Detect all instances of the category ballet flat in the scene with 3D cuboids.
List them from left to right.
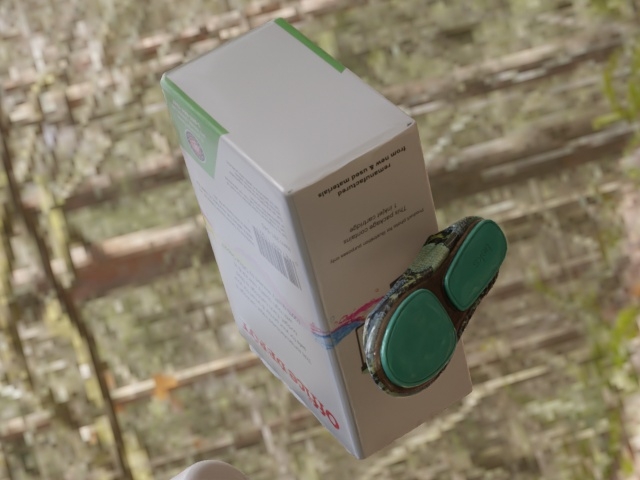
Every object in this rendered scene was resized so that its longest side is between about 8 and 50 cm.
[{"bbox_3d":[0.068,0.050,1.208,0.070,0.188,0.070,18,128,24],"label":"ballet flat"}]

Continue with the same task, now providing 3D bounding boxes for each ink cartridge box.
[{"bbox_3d":[0.000,0.000,1.355,0.201,0.117,0.278,43,156,46],"label":"ink cartridge box"}]

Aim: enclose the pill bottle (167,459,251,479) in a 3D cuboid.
[{"bbox_3d":[-0.186,0.365,1.864,0.161,0.283,0.161,40,-150,-29],"label":"pill bottle"}]
